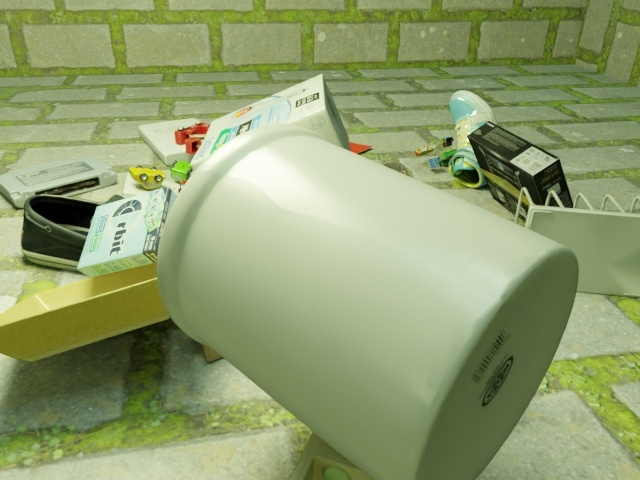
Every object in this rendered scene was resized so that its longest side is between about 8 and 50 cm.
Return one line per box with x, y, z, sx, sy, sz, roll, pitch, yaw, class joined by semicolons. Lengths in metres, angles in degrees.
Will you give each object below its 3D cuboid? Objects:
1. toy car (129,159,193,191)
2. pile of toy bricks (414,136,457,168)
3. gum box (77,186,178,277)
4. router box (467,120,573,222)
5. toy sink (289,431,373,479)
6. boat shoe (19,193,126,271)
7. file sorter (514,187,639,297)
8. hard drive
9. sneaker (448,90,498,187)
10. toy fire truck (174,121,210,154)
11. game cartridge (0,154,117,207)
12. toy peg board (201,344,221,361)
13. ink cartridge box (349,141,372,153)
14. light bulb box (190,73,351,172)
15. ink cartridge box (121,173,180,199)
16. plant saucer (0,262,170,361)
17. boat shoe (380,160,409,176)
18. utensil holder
-0.425;-0.181;1.663;0.239;0.053;0.225;18;22;-7;toy car
0.428;-0.283;1.892;0.212;0.118;0.105;-15;-3;-8;pile of toy bricks
-0.382;-0.017;1.123;0.185;0.041;0.156;-13;52;20;gum box
0.535;-0.159;1.496;0.081;0.243;0.309;-34;34;1;router box
0.054;0.305;0.729;0.131;0.152;0.234;12;30;17;toy sink
-0.456;-0.015;1.288;0.501;0.155;0.186;7;28;8;boat shoe
0.588;-0.007;1.281;0.278;0.192;0.173;5;27;7;file sorter
-0.492;-0.361;2.023;0.233;0.047;0.353;-14;32;-26;hard drive
0.458;-0.309;1.753;0.208;0.318;0.127;-27;-5;-31;sneaker
-0.418;-0.351;1.910;0.135;0.047;0.192;18;32;26;toy fire truck
-0.790;-0.183;1.683;0.297;0.062;0.198;-23;33;-37;game cartridge
-0.171;0.118;1.066;0.161;0.161;0.079;-18;20;-31;toy peg board
-0.050;-0.381;2.036;0.385;0.091;0.308;23;35;35;ink cartridge box
-0.114;-0.240;1.514;0.361;0.225;0.358;-21;27;9;light bulb box
-0.482;-0.136;1.643;0.180;0.045;0.145;12;24;-19;ink cartridge box
-0.384;0.113;1.007;0.333;0.080;0.333;-17;8;-10;plant saucer
0.091;-0.125;1.576;0.325;0.123;0.116;-18;0;-16;boat shoe
0.050;0.071;0.676;0.386;0.327;0.328;29;39;35;utensil holder
